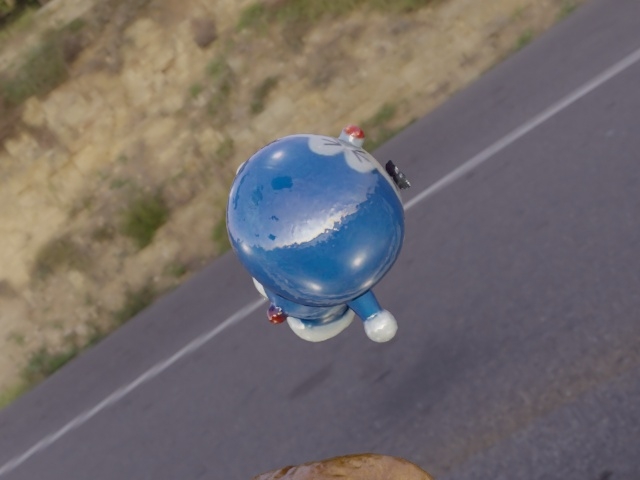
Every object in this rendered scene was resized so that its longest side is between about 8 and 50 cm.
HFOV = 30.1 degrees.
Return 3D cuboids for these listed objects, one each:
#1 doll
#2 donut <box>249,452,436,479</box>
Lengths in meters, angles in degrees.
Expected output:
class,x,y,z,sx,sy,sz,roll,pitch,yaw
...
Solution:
class,x,y,z,sx,sy,sz,roll,pitch,yaw
doll,0.000,0.000,1.115,0.161,0.215,0.257,-50,-8,-18
donut,0.022,0.261,0.899,0.226,0.226,0.114,-30,22,27
